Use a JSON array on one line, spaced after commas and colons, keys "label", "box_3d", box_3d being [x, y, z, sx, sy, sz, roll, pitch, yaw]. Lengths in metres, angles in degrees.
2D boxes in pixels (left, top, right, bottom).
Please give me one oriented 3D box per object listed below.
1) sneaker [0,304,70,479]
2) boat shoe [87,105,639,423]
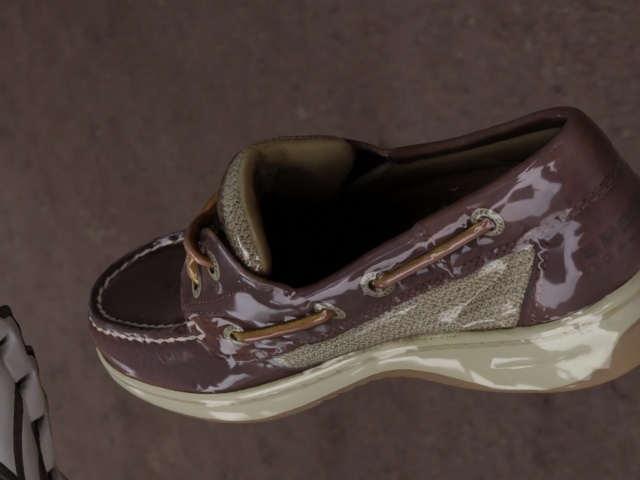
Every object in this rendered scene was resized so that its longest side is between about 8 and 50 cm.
[{"label": "sneaker", "box_3d": [-0.130, 0.089, 0.543, 0.078, 0.106, 0.234, -1, 132, 26]}, {"label": "boat shoe", "box_3d": [0.000, 0.000, 0.761, 0.342, 0.123, 0.123, -5, 132, 46]}]
